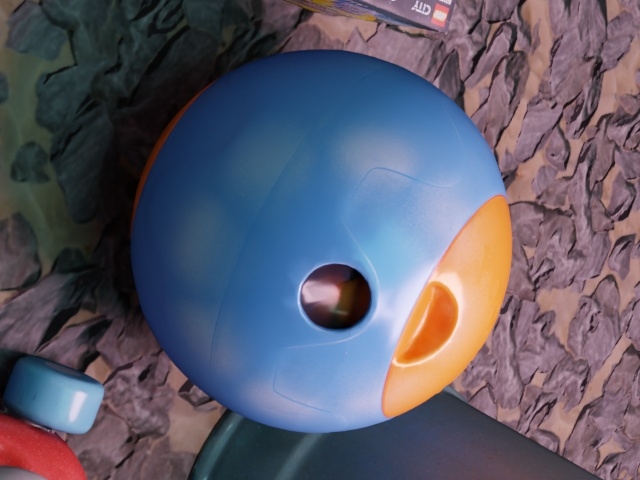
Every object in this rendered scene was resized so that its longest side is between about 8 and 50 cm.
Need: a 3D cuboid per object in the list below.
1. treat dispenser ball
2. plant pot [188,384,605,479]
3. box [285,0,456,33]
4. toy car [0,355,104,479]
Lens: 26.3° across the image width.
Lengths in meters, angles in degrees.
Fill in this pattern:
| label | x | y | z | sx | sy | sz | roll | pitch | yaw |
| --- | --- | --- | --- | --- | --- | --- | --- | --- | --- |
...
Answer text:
| label | x | y | z | sx | sy | sz | roll | pitch | yaw |
| --- | --- | --- | --- | --- | --- | --- | --- | --- | --- |
| treat dispenser ball | 0.000 | 0.000 | 1.035 | 0.288 | 0.288 | 0.288 | -14 | 112 | -38 |
| plant pot | 0.109 | 0.289 | 1.188 | 0.341 | 0.334 | 0.341 | -14 | 112 | -39 |
| box | -0.030 | -0.214 | 1.031 | 0.233 | 0.159 | 0.044 | 12 | 95 | -43 |
| toy car | -0.216 | 0.204 | 0.938 | 0.210 | 0.238 | 0.219 | 22 | 88 | -43 |
